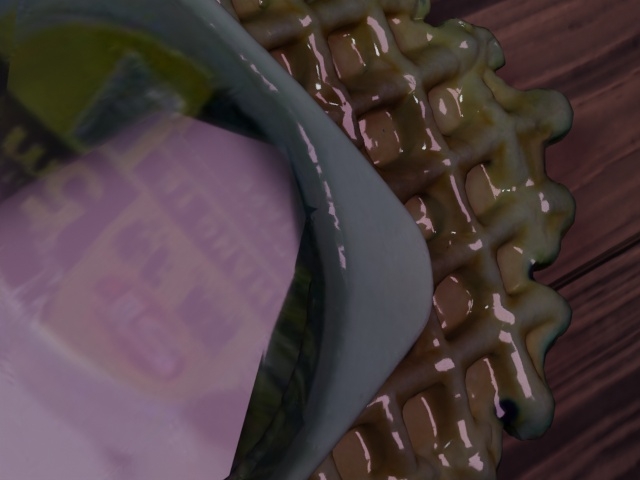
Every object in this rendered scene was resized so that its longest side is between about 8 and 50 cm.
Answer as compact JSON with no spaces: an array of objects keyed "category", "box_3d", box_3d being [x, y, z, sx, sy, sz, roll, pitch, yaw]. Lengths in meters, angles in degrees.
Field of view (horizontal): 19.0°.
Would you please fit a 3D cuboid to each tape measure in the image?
[{"category":"tape measure","box_3d":[-0.112,0.010,0.727,0.259,0.138,0.262,44,65,-7]}]

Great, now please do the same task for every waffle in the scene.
[{"category":"waffle","box_3d":[0.000,0.000,0.911,0.309,0.056,0.292,26,69,-33]}]
